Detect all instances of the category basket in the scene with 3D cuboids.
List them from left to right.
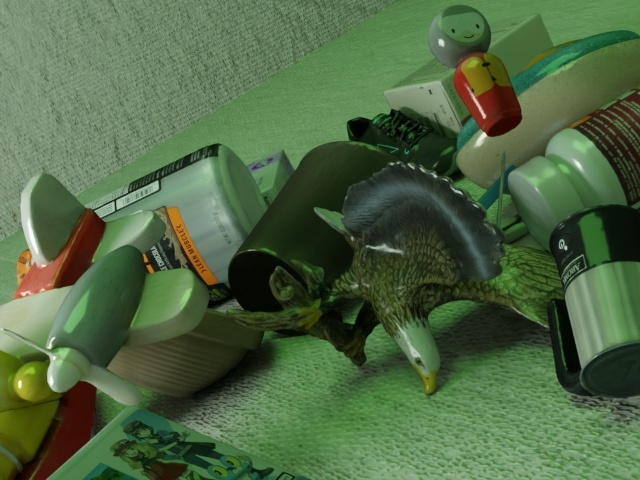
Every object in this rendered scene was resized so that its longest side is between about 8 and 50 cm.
[{"bbox_3d":[0.000,0.000,1.492,0.204,0.154,0.227,5,37,33],"label":"basket"}]

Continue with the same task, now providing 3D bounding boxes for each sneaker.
[{"bbox_3d":[0.120,-0.136,1.793,0.101,0.106,0.267,-34,19,-26],"label":"sneaker"}]

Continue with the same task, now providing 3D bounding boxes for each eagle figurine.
[{"bbox_3d":[0.102,0.034,1.159,0.298,0.225,0.226,-31,3,34],"label":"eagle figurine"}]

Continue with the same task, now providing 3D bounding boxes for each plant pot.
[{"bbox_3d":[-0.192,0.115,1.412,0.237,0.237,0.110,9,79,65],"label":"plant pot"}]

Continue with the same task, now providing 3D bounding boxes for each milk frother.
[{"bbox_3d":[0.264,0.060,0.985,0.143,0.129,0.135,-1,54,-5],"label":"milk frother"}]

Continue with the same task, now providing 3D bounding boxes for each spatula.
[{"bbox_3d":[0.275,-0.035,1.393,0.242,0.019,0.168,-29,11,-9],"label":"spatula"}]

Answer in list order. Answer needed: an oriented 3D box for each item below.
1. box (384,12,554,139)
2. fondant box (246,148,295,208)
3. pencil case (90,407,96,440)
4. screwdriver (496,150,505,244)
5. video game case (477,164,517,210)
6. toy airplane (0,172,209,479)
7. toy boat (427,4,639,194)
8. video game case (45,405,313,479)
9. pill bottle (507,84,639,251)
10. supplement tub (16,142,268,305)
[{"bbox_3d":[0.241,-0.235,1.859,0.232,0.127,0.148,-35,18,-27],"label":"box"},{"bbox_3d":[-0.193,-0.013,1.932,0.330,0.096,0.238,-24,16,10],"label":"fondant box"},{"bbox_3d":[-0.332,0.199,1.456,0.124,0.124,0.284,-28,17,-3],"label":"pencil case"},{"bbox_3d":[0.189,-0.015,1.266,0.025,0.024,0.170,-3,71,45],"label":"screwdriver"},{"bbox_3d":[0.153,-0.009,1.352,0.119,0.015,0.166,-46,-4,-32],"label":"video game case"},{"bbox_3d":[-0.301,0.103,1.159,0.386,0.272,0.384,-53,44,9],"label":"toy airplane"},{"bbox_3d":[0.237,-0.171,1.366,0.267,0.148,0.318,-35,-24,27],"label":"toy boat"},{"bbox_3d":[-0.092,0.250,0.756,0.299,0.036,0.329,19,34,22],"label":"video game case"},{"bbox_3d":[0.317,-0.083,1.277,0.221,0.121,0.121,-30,16,-9],"label":"pill bottle"},{"bbox_3d":[-0.243,0.019,1.710,0.337,0.207,0.207,-25,16,10],"label":"supplement tub"}]
